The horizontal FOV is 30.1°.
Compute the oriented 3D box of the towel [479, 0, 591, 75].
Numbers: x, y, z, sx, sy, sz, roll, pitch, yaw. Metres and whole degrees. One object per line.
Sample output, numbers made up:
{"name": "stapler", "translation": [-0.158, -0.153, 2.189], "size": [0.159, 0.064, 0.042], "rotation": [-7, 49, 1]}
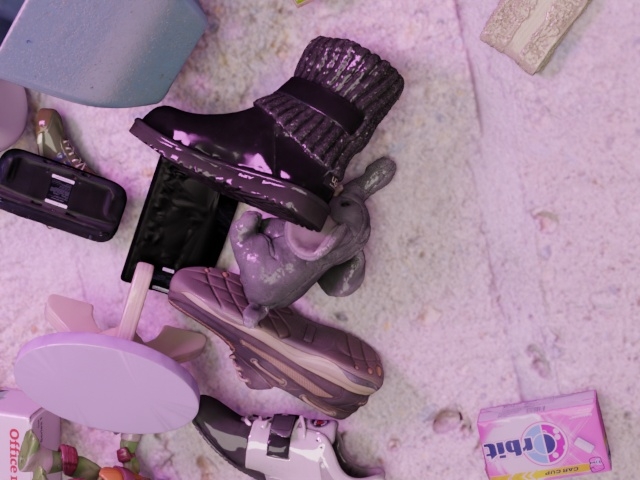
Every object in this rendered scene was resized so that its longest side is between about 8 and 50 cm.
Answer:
{"name": "towel", "translation": [0.299, -0.315, 1.653], "size": [0.110, 0.027, 0.148], "rotation": [36, 108, 5]}

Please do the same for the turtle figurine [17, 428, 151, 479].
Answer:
{"name": "turtle figurine", "translation": [-0.315, 0.344, 1.856], "size": [0.275, 0.266, 0.198], "rotation": [-35, 51, 48]}

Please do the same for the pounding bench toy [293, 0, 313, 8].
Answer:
{"name": "pounding bench toy", "translation": [-0.030, -0.387, 1.686], "size": [0.052, 0.065, 0.083], "rotation": [-23, 127, 17]}

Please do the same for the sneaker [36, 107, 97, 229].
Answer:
{"name": "sneaker", "translation": [-0.388, -0.111, 1.854], "size": [0.086, 0.064, 0.192], "rotation": [1, 105, 7]}

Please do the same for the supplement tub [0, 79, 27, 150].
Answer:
{"name": "supplement tub", "translation": [-0.633, -0.189, 1.805], "size": [0.316, 0.228, 0.228], "rotation": [-23, 96, 18]}

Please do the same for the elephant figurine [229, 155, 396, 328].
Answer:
{"name": "elephant figurine", "translation": [0.000, 0.000, 1.724], "size": [0.239, 0.169, 0.186], "rotation": [-15, 93, 20]}

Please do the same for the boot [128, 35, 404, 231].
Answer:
{"name": "boot", "translation": [-0.077, -0.184, 1.692], "size": [0.348, 0.131, 0.260], "rotation": [23, 82, 19]}

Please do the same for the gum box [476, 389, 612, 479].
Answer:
{"name": "gum box", "translation": [0.328, 0.297, 1.769], "size": [0.188, 0.062, 0.107], "rotation": [-12, 99, 16]}

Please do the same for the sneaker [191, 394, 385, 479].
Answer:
{"name": "sneaker", "translation": [-0.047, 0.313, 1.844], "size": [0.330, 0.122, 0.146], "rotation": [34, 101, -1]}

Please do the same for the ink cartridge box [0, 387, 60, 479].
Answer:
{"name": "ink cartridge box", "translation": [-0.578, 0.351, 1.975], "size": [0.278, 0.117, 0.201], "rotation": [5, 104, 13]}

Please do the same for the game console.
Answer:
{"name": "game console", "translation": [-0.317, -0.055, 1.813], "size": [0.361, 0.044, 0.213], "rotation": [19, 107, -8]}

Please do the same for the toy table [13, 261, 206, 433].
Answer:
{"name": "toy table", "translation": [-0.311, 0.171, 1.810], "size": [0.274, 0.161, 0.252], "rotation": [26, 125, -17]}

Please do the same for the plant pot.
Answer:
{"name": "plant pot", "translation": [-0.307, -0.328, 1.682], "size": [0.252, 0.247, 0.248], "rotation": [25, 111, -29]}

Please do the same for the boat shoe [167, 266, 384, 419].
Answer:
{"name": "boat shoe", "translation": [-0.081, 0.166, 1.797], "size": [0.355, 0.132, 0.130], "rotation": [29, 113, 1]}
